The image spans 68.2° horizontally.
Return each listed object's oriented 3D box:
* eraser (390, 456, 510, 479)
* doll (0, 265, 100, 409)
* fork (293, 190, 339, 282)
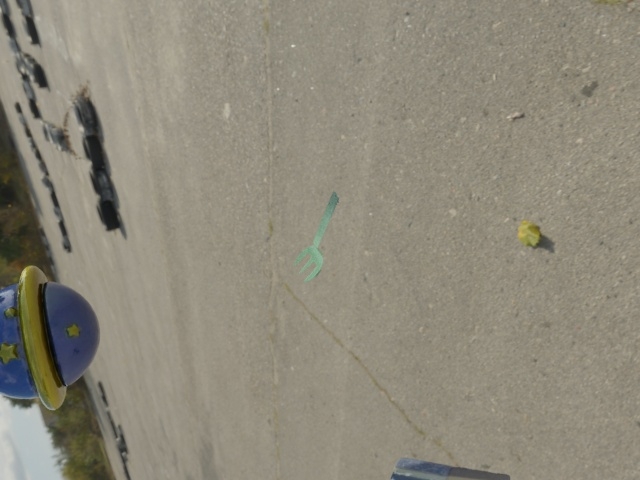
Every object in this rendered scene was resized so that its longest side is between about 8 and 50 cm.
[{"bbox_3d":[0.194,0.346,0.685,0.082,0.225,0.036,-12,59,41],"label":"eraser"},{"bbox_3d":[-0.436,0.100,0.627,0.159,0.243,0.310,142,112,-79],"label":"doll"},{"bbox_3d":[0.002,-0.001,0.551,0.039,0.021,0.235,54,157,12],"label":"fork"}]
